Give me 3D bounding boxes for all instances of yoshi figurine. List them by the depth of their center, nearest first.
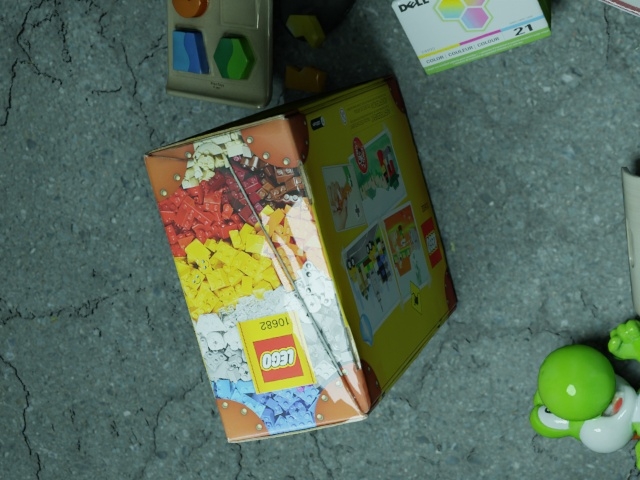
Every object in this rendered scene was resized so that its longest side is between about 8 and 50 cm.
[{"bbox_3d":[0.454,0.218,1.793,0.362,0.203,0.203,-5,103,26],"label":"yoshi figurine"}]

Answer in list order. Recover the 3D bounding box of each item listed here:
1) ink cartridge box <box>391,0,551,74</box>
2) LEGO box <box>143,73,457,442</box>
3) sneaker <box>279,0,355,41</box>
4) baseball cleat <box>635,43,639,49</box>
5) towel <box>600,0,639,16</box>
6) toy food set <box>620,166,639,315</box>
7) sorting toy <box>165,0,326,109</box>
[{"bbox_3d":[0.179,-0.372,1.739,0.189,0.097,0.255,-16,130,22],"label":"ink cartridge box"},{"bbox_3d":[0.000,0.000,1.735,0.193,0.500,0.372,-13,98,21],"label":"LEGO box"},{"bbox_3d":[0.016,-0.430,1.821,0.122,0.146,0.330,30,112,9],"label":"sneaker"},{"bbox_3d":[0.526,-0.225,1.739,0.109,0.072,0.206,-43,96,16],"label":"baseball cleat"},{"bbox_3d":[0.506,-0.443,1.706,0.237,0.037,0.329,24,111,10],"label":"towel"},{"bbox_3d":[0.572,-0.003,1.769,0.306,0.092,0.220,-1,114,21],"label":"toy food set"},{"bbox_3d":[-0.120,-0.310,1.897,0.307,0.041,0.229,14,107,37],"label":"sorting toy"}]
